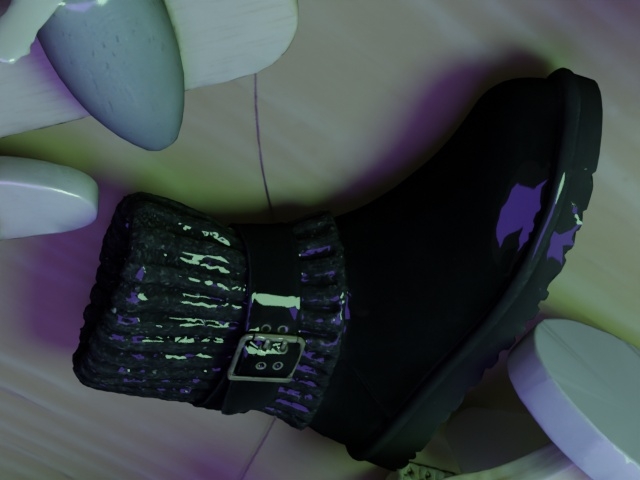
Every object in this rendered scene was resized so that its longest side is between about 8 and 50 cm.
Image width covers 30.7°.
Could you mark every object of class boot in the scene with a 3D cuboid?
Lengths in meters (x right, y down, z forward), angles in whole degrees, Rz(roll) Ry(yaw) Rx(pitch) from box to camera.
[{"bbox_3d":[0.000,0.003,0.765,0.260,0.131,0.348,22,120,-14],"label":"boot"}]

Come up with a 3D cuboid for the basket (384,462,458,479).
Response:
[{"bbox_3d":[0.075,0.274,0.948,0.103,0.113,0.167,23,118,-10],"label":"basket"}]

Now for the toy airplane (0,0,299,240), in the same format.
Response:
[{"bbox_3d":[-0.263,-0.086,0.622,0.384,0.272,0.386,31,116,-19],"label":"toy airplane"}]

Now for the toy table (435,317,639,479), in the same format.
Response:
[{"bbox_3d":[0.190,0.179,0.807,0.274,0.252,0.161,32,114,-25],"label":"toy table"}]
